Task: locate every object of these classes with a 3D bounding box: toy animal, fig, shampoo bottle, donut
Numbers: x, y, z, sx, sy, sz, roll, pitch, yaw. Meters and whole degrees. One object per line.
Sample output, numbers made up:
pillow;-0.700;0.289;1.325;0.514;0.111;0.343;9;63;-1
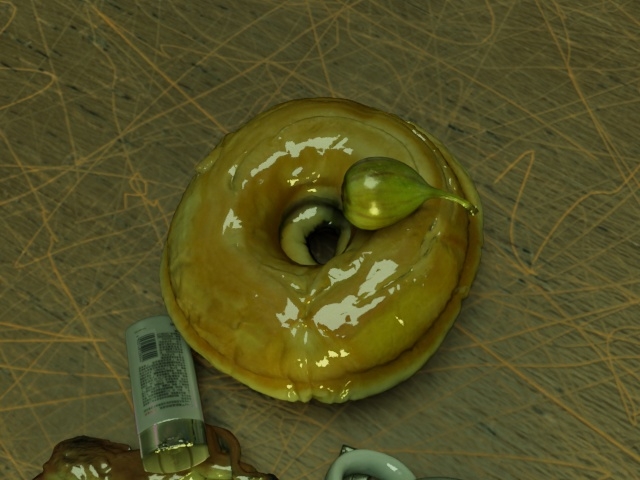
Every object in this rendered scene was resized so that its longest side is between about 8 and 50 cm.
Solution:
toy animal;-0.213;0.298;1.191;0.312;0.097;0.157;-15;60;-4
fig;0.100;-0.058;1.127;0.166;0.093;0.093;-4;63;-27
shampoo bottle;-0.201;0.193;1.206;0.086;0.056;0.227;-12;42;-9
donut;0.000;0.000;1.248;0.449;0.198;0.449;-2;65;5

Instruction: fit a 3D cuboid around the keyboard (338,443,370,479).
keyboard;0.031;0.331;1.199;0.049;0.015;0.129;18;68;6

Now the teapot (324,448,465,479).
teapot;0.155;0.392;1.053;0.424;0.280;0.252;44;117;37
